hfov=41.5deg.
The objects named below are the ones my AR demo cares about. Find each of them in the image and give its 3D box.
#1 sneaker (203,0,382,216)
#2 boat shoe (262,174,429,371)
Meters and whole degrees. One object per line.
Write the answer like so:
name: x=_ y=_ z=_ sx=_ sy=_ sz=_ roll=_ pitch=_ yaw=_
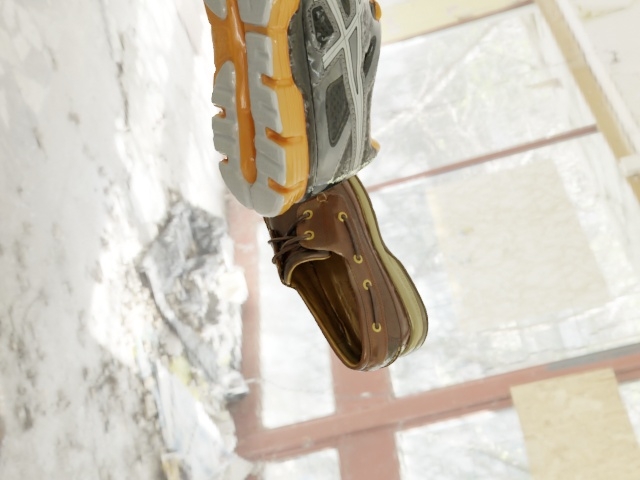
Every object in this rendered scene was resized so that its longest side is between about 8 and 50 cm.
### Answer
sneaker: x=-0.010 y=-0.122 z=0.420 sx=0.084 sy=0.083 sz=0.214 roll=28 pitch=-56 yaw=46
boat shoe: x=0.000 y=0.000 z=0.526 sx=0.060 sy=0.064 sz=0.178 roll=-23 pitch=79 yaw=-48
